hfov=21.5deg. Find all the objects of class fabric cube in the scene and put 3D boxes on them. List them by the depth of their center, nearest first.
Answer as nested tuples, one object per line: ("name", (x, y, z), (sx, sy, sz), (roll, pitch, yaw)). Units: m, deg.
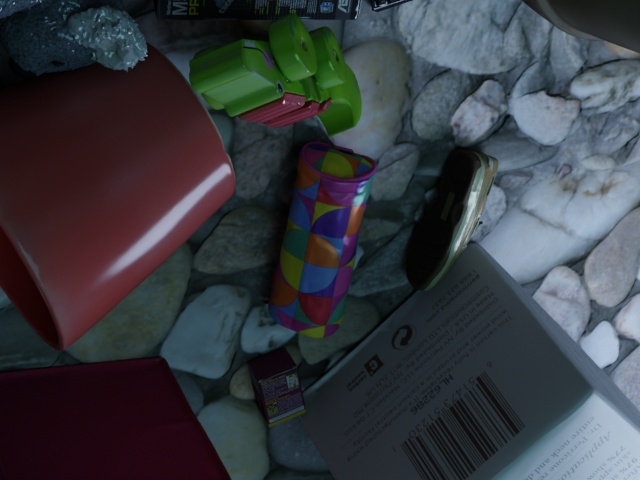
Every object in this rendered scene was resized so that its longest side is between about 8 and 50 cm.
("fabric cube", (-0.272, 0.321, 1.954), (0.254, 0.259, 0.258), (-3, 123, -25))

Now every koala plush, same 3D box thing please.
("koala plush", (-0.279, -0.234, 1.612), (0.221, 0.196, 0.203), (21, 101, -32))

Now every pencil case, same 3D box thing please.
("pencil case", (0.000, 0.000, 1.979), (0.104, 0.104, 0.236), (-3, 125, -25))

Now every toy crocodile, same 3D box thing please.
("toy crocodile", (-0.043, -0.162, 1.748), (0.115, 0.105, 0.340), (-19, 176, 16))

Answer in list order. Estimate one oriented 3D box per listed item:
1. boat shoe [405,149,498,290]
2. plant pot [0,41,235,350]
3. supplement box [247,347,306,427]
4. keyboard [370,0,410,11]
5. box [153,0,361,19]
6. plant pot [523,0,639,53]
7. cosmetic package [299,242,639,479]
("boat shoe", (0.170, -0.020, 2.073), (0.072, 0.068, 0.190), (3, 121, -42))
("plant pot", (-0.239, -0.065, 1.715), (0.243, 0.275, 0.275), (-35, 132, -16))
("supplement box", (-0.055, 0.185, 2.112), (0.055, 0.043, 0.083), (-20, 130, -13))
("keyboard", (0.134, -0.322, 1.867), (0.180, 0.023, 0.108), (-21, 129, -14))
("box", (-0.053, -0.345, 1.676), (0.216, 0.060, 0.270), (-2, 132, -11))
("plant pot", (0.398, -0.320, 1.819), (0.323, 0.280, 0.323), (-17, 130, -21))
("cosmetic package", (0.244, 0.288, 2.152), (0.329, 0.327, 0.393), (-42, 130, 6))
